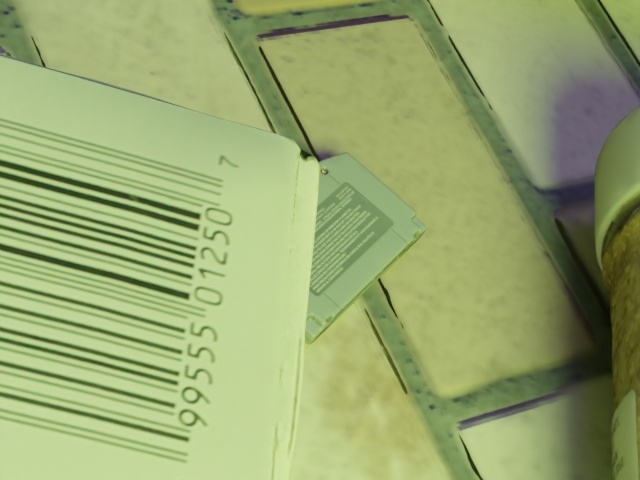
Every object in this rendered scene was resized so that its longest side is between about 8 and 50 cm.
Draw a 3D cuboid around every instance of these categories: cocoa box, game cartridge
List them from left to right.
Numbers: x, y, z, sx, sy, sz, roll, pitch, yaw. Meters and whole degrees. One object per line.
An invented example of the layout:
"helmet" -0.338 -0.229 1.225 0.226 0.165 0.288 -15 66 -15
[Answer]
"cocoa box" -0.154 0.142 0.340 0.231 0.228 0.347 15 52 -14
"game cartridge" 0.000 0.000 0.651 0.056 0.017 0.083 44 51 5

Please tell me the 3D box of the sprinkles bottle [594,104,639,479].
"sprinkles bottle" 0.166 0.106 0.581 0.121 0.121 0.355 15 52 -14
